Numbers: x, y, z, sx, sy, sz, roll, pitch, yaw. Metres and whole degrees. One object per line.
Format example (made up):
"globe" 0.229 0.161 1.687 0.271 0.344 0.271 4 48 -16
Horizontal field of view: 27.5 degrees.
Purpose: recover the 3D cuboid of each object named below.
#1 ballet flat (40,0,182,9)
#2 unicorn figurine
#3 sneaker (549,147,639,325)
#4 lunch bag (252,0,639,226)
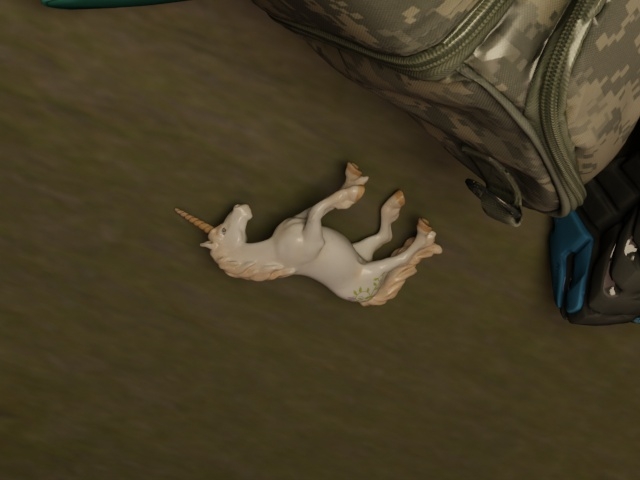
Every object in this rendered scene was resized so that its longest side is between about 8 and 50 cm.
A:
"ballet flat" -0.043 -0.177 0.766 0.247 0.083 0.087 0 96 -5
"unicorn figurine" 0.000 0.000 0.871 0.162 0.060 0.111 36 111 -22
"sneaker" 0.260 -0.042 0.777 0.140 0.125 0.341 2 161 -15
"lunch bag" 0.118 -0.189 0.656 0.256 0.213 0.305 40 84 -35
